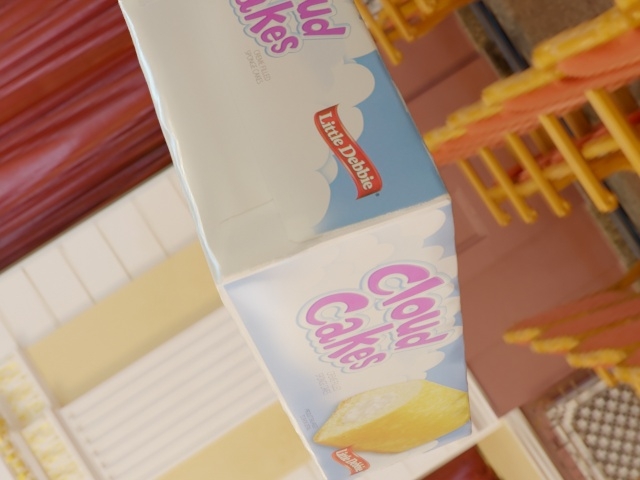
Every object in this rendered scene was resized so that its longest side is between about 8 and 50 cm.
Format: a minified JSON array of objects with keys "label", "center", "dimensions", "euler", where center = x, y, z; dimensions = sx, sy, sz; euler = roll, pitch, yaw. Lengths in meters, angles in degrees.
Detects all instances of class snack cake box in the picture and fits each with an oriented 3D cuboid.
[{"label":"snack cake box","center":[0.000,0.000,0.498],"dimensions":[0.264,0.089,0.152],"euler":[71,179,-61]}]
